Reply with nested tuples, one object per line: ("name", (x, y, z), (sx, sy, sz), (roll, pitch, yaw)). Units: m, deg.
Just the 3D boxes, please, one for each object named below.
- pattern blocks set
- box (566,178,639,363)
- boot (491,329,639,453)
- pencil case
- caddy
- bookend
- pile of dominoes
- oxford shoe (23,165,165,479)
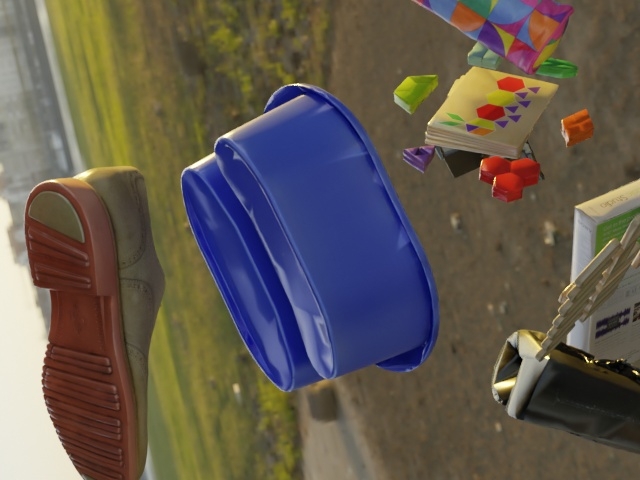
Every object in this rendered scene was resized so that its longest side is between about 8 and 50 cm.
("pattern blocks set", (0.240, -0.179, 1.613), (0.285, 0.325, 0.026), (23, 138, 29))
("box", (0.480, 0.048, 1.713), (0.058, 0.232, 0.322), (49, 153, 45))
("boot", (0.445, 0.246, 1.591), (0.367, 0.445, 0.146), (140, 144, -81))
("pencil case", (0.192, -0.303, 1.400), (0.236, 0.104, 0.104), (38, 159, 10))
("caddy", (0.000, 0.000, 1.245), (0.241, 0.179, 0.341), (-28, 87, 61))
("bookend", (0.281, -0.147, 1.961), (0.072, 0.156, 0.157), (54, -165, -43))
("pile of dominoes", (0.301, 0.016, 1.210), (0.040, 0.196, 0.251), (44, 160, 19))
("oxford shoe", (-0.226, 0.108, 1.300), (0.141, 0.146, 0.396), (15, 116, 31))
